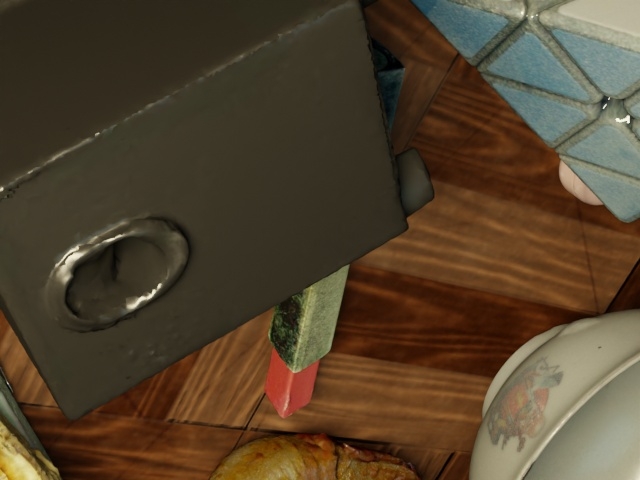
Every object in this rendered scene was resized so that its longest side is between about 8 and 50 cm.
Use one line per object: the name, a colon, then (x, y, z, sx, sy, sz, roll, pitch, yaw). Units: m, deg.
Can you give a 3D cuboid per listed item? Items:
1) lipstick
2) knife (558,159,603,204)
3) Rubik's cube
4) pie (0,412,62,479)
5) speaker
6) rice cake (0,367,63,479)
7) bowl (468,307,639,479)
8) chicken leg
lipstick: (0.000, 0.000, 1.104, 0.051, 0.051, 0.312, -12, 131, -30)
knife: (0.307, -0.170, 1.202, 0.081, 0.043, 0.336, 24, 104, -50)
Rubik's cube: (0.233, -0.147, 1.068, 0.228, 0.229, 0.233, -30, 175, 27)
pie: (-0.267, 0.163, 0.988, 0.179, 0.084, 0.205, -27, 129, 8)
speaker: (-0.099, -0.078, 0.835, 0.254, 0.232, 0.184, -29, 136, -14)
rice cake: (-0.211, 0.154, 1.071, 0.034, 0.043, 0.211, -26, 134, -7)
bowl: (0.245, 0.174, 1.335, 0.345, 0.157, 0.345, -20, 133, -24)
chicken leg: (-0.025, 0.243, 1.218, 0.322, 0.083, 0.177, 20, 76, -46)
